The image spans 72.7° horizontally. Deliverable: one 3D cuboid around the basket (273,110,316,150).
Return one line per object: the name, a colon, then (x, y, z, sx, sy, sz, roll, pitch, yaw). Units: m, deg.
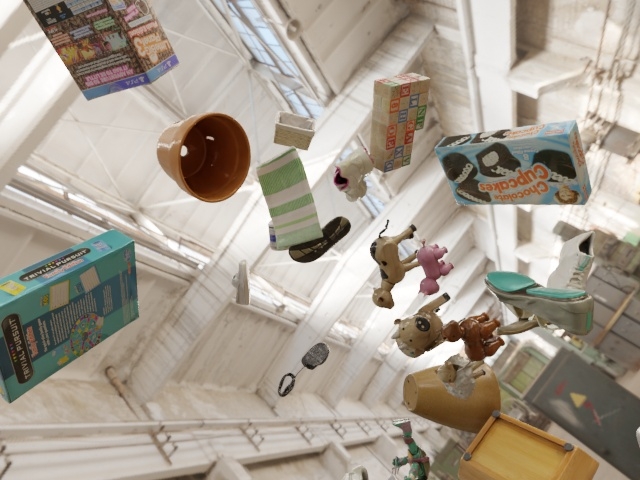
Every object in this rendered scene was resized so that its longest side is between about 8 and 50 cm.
basket: (-0.111, -0.452, 1.804, 0.167, 0.113, 0.103, 11, -47, -9)

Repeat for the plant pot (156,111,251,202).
plant pot: (-0.408, -0.287, 1.462, 0.290, 0.203, 0.291, -25, -57, -45)

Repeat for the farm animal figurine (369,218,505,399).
farm animal figurine: (0.211, 0.165, 0.944, 0.172, 0.330, 0.327, -27, -39, -10)

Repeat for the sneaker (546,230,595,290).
sneaker: (0.599, 0.069, 1.022, 0.094, 0.080, 0.212, 99, -165, -65)

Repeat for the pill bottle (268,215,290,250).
pill bottle: (-0.196, -0.052, 2.101, 0.112, 0.112, 0.187, -19, -69, -44)

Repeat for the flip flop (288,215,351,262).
flip flop: (0.000, 0.000, 1.724, 0.277, 0.112, 0.080, -35, -5, -14)

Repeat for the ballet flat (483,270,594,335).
ballet flat: (0.323, 0.096, 0.668, 0.072, 0.213, 0.068, -12, -83, -10)

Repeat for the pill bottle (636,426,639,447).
pill bottle: (0.429, 0.191, 0.359, 0.245, 0.137, 0.136, -25, -26, 17)

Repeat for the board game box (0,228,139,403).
board game box: (-0.574, 0.154, 0.976, 0.336, 0.079, 0.254, -39, -32, -51)

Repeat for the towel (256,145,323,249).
towel: (-0.119, -0.144, 1.542, 0.038, 0.247, 0.325, -13, -93, -43)

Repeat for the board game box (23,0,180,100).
board game box: (-0.531, -0.523, 1.057, 0.141, 0.231, 0.291, -65, -36, -45)

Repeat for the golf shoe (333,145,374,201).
golf shoe: (0.099, -0.219, 1.563, 0.140, 0.115, 0.306, -29, -20, -14)

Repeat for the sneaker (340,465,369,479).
sneaker: (0.106, 0.404, 0.580, 0.115, 0.232, 0.090, -58, -22, 5)

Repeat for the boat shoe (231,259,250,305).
boat shoe: (-0.279, 0.147, 1.513, 0.063, 0.066, 0.184, 0, -53, -4)

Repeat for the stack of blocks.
stack of blocks: (0.265, -0.400, 1.486, 0.171, 0.087, 0.297, -21, -50, -27)

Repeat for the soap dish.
soap dish: (0.538, 0.601, 1.162, 0.229, 0.290, 0.118, -39, -68, -25)

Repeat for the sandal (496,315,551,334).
sandal: (0.456, 0.164, 0.936, 0.180, 0.049, 0.072, -11, -12, -14)

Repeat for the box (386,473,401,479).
box: (0.184, 0.596, 0.905, 0.103, 0.114, 0.203, -41, -51, -5)

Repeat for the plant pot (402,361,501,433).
plant pot: (0.412, 0.504, 1.430, 0.254, 0.237, 0.237, 8, -57, -11)

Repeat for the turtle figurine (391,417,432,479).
turtle figurine: (0.279, 0.682, 1.348, 0.118, 0.234, 0.175, -6, -20, -11)

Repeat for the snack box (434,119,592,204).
snack box: (0.453, -0.173, 1.047, 0.060, 0.321, 0.187, -48, -58, -27)

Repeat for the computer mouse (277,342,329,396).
computer mouse: (-0.056, 0.440, 1.479, 0.242, 0.071, 0.041, -39, -33, -30)
